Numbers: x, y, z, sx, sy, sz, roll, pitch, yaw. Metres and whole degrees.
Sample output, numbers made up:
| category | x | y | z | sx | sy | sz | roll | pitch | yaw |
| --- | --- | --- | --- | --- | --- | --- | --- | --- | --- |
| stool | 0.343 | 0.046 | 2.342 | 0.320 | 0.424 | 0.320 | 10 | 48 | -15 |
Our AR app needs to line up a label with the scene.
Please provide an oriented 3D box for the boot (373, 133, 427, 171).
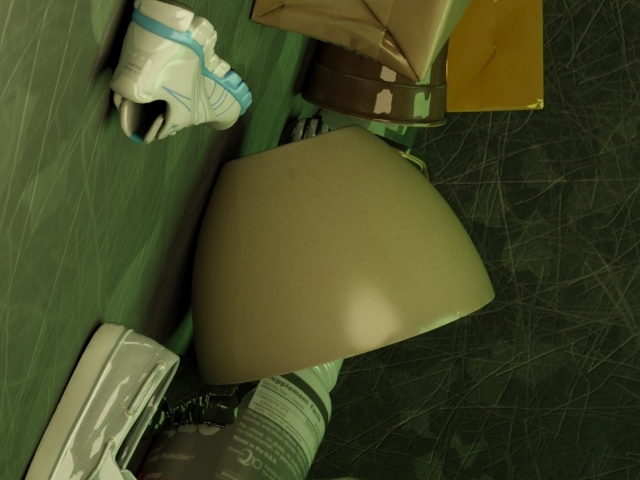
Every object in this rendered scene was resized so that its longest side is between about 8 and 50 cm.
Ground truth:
| category | x | y | z | sx | sy | sz | roll | pitch | yaw |
| --- | --- | --- | --- | --- | --- | --- | --- | --- | --- |
| boot | 0.073 | -0.051 | 2.014 | 0.198 | 0.077 | 0.137 | 66 | 49 | -79 |

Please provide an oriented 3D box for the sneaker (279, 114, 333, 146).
| category | x | y | z | sx | sy | sz | roll | pitch | yaw |
| --- | --- | --- | --- | --- | --- | --- | --- | --- | --- |
| sneaker | -0.025 | -0.033 | 1.827 | 0.098 | 0.083 | 0.224 | -64 | 172 | -78 |

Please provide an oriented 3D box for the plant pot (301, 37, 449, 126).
| category | x | y | z | sx | sy | sz | roll | pitch | yaw |
| --- | --- | --- | --- | --- | --- | --- | --- | --- | --- |
| plant pot | 0.074 | -0.225 | 1.769 | 0.167 | 0.167 | 0.165 | -48 | 150 | -73 |

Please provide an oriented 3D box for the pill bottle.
| category | x | y | z | sx | sy | sz | roll | pitch | yaw |
| --- | --- | --- | --- | --- | --- | --- | --- | --- | --- |
| pill bottle | -0.085 | 0.207 | 1.685 | 0.161 | 0.161 | 0.283 | 101 | 10 | -53 |

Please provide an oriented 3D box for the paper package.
| category | x | y | z | sx | sy | sz | roll | pitch | yaw |
| --- | --- | --- | --- | --- | --- | --- | --- | --- | --- |
| paper package | 0.089 | -0.341 | 1.448 | 0.325 | 0.168 | 0.309 | -59 | 167 | -63 |

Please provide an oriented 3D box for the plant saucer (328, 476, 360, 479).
| category | x | y | z | sx | sy | sz | roll | pitch | yaw |
| --- | --- | --- | --- | --- | --- | --- | --- | --- | --- |
| plant saucer | -0.096 | 0.373 | 1.447 | 0.400 | 0.100 | 0.400 | -35 | 163 | -12 |

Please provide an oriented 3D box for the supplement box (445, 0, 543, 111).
| category | x | y | z | sx | sy | sz | roll | pitch | yaw |
| --- | --- | --- | --- | --- | --- | --- | --- | --- | --- |
| supplement box | 0.161 | -0.249 | 1.914 | 0.194 | 0.129 | 0.191 | -167 | -105 | -66 |

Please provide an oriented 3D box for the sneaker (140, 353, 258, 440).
| category | x | y | z | sx | sy | sz | roll | pitch | yaw |
| --- | --- | --- | --- | --- | --- | --- | --- | --- | --- |
| sneaker | -0.119 | 0.154 | 1.553 | 0.170 | 0.089 | 0.051 | -57 | 165 | -65 |

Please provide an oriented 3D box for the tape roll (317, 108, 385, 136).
| category | x | y | z | sx | sy | sz | roll | pitch | yaw |
| --- | --- | --- | --- | --- | --- | --- | --- | --- | --- |
| tape roll | -0.011 | -0.002 | 2.085 | 0.392 | 0.072 | 0.392 | 21 | 90 | -84 |

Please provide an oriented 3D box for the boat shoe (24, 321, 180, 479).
| category | x | y | z | sx | sy | sz | roll | pitch | yaw |
| --- | --- | --- | --- | --- | --- | --- | --- | --- | --- |
| boat shoe | -0.171 | 0.175 | 1.209 | 0.079 | 0.081 | 0.227 | 88 | 23 | -74 |

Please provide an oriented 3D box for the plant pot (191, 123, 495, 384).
| category | x | y | z | sx | sy | sz | roll | pitch | yaw |
| --- | --- | --- | --- | --- | --- | --- | --- | --- | --- |
| plant pot | 0.000 | 0.000 | 1.488 | 0.284 | 0.284 | 0.191 | -36 | 111 | -79 |

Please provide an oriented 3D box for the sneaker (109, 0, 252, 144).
| category | x | y | z | sx | sy | sz | roll | pitch | yaw |
| --- | --- | --- | --- | --- | --- | --- | --- | --- | --- |
| sneaker | -0.102 | -0.098 | 1.069 | 0.083 | 0.071 | 0.191 | -63 | 165 | -7 |

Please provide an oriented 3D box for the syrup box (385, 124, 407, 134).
| category | x | y | z | sx | sy | sz | roll | pitch | yaw |
| --- | --- | --- | --- | --- | --- | --- | --- | --- | --- |
| syrup box | 0.104 | -0.267 | 2.125 | 0.096 | 0.093 | 0.237 | -63 | 170 | -48 |
